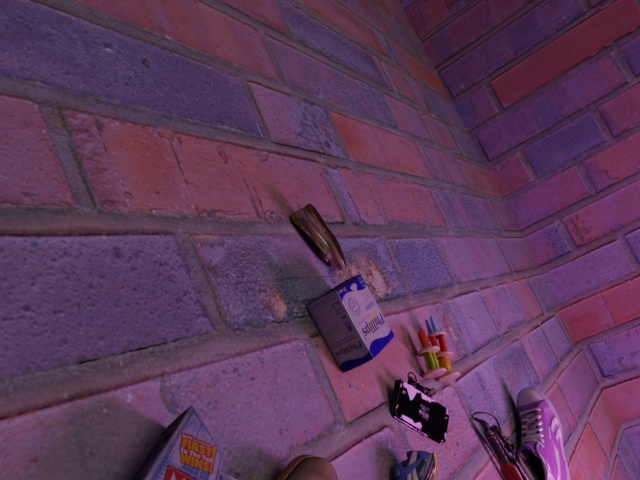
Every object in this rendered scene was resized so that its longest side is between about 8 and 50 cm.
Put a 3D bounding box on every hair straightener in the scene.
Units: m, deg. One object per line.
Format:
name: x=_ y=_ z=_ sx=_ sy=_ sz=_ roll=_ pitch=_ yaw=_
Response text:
hair straightener: x=0.429 y=0.499 z=1.467 sx=0.231 sy=0.047 sz=0.089 roll=56 pitch=26 yaw=3

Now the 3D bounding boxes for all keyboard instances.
keyboard: x=0.194 y=0.332 z=1.242 sx=0.192 sy=0.038 sz=0.100 roll=39 pitch=56 yaw=-38

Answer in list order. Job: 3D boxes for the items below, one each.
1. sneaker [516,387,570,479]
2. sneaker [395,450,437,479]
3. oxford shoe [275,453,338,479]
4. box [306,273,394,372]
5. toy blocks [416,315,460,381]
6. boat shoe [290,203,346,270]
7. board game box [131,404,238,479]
sneaker: x=0.560 y=0.506 z=1.618 sx=0.161 sy=0.102 sz=0.282 roll=29 pitch=39 yaw=-41
sneaker: x=0.149 y=0.413 z=1.050 sx=0.144 sy=0.059 sz=0.053 roll=-44 pitch=134 yaw=-48
oxford shoe: x=-0.007 y=0.386 z=0.704 sx=0.123 sy=0.130 sz=0.348 roll=49 pitch=28 yaw=-21
box: x=0.058 y=0.147 z=1.131 sx=0.137 sy=0.072 sz=0.126 roll=61 pitch=27 yaw=2
toy blocks: x=0.252 y=0.236 z=1.401 sx=0.123 sy=0.054 sz=0.148 roll=26 pitch=42 yaw=-49
boat shoe: x=0.000 y=0.000 z=1.222 sx=0.153 sy=0.048 sz=0.056 roll=56 pitch=13 yaw=-23
board game box: x=-0.130 y=0.283 z=0.649 sx=0.194 sy=0.060 sz=0.194 roll=36 pitch=31 yaw=-20
